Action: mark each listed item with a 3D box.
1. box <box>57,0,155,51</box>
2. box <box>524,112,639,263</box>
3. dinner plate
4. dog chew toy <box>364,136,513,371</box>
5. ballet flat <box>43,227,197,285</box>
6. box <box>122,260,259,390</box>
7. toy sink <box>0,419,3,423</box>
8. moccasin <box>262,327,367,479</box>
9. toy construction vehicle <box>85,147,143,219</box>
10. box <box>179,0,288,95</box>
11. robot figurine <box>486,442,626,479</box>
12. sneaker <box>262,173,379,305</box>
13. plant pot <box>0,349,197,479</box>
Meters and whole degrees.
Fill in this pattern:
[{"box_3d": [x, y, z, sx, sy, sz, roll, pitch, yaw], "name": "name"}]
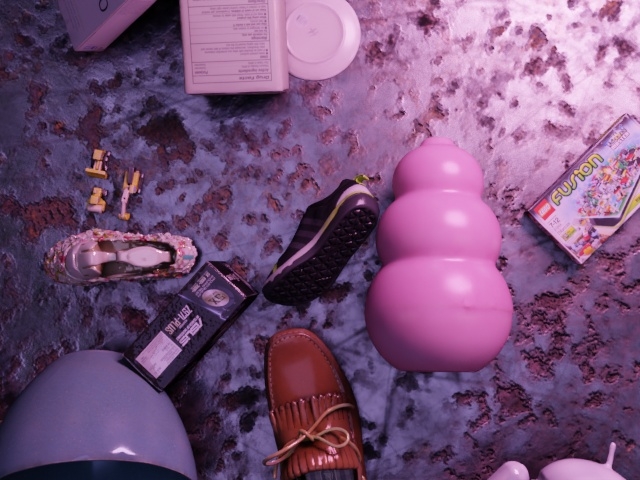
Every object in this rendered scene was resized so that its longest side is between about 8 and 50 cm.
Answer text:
[{"box_3d": [-0.286, -0.443, 1.252, 0.322, 0.058, 0.232, -26, 82, 42], "name": "box"}, {"box_3d": [0.417, -0.076, 1.320, 0.114, 0.036, 0.207, 45, 91, 3], "name": "box"}, {"box_3d": [-0.009, -0.316, 1.358, 0.141, 0.017, 0.141, 0, 87, 4], "name": "dinner plate"}, {"box_3d": [0.165, 0.019, 1.258, 0.206, 0.206, 0.332, 0, 81, 3], "name": "dog chew toy"}, {"box_3d": [-0.308, 0.023, 1.335, 0.241, 0.077, 0.091, -6, 89, 3], "name": "ballet flat"}, {"box_3d": [-0.183, 0.120, 1.291, 0.077, 0.147, 0.180, 42, 90, 3], "name": "box"}, {"box_3d": [-0.572, 0.245, 1.307, 0.234, 0.153, 0.131, -16, 88, 3], "name": "toy sink"}, {"box_3d": [-0.007, 0.315, 1.277, 0.139, 0.147, 0.380, -7, 88, 3], "name": "moccasin"}, {"box_3d": [-0.321, -0.087, 1.359, 0.086, 0.035, 0.098, 14, 89, 3], "name": "toy construction vehicle"}, {"box_3d": [-0.125, -0.367, 1.280, 0.148, 0.121, 0.311, 0, 101, 4], "name": "box"}, {"box_3d": [0.322, 0.447, 1.231, 0.353, 0.200, 0.300, -44, 97, 1], "name": "robot figurine"}, {"box_3d": [0.000, 0.000, 1.329, 0.084, 0.097, 0.234, 33, 111, -36], "name": "sneaker"}, {"box_3d": [-0.321, 0.271, 1.256, 0.290, 0.290, 0.195, -9, 56, 3], "name": "plant pot"}]
